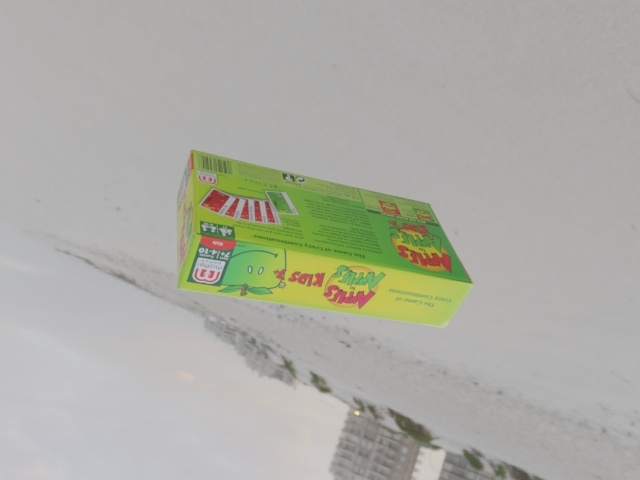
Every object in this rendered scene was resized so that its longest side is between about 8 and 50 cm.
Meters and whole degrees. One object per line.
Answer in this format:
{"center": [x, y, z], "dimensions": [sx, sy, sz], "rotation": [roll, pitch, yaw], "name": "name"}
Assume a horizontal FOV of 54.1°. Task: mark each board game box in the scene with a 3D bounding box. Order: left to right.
{"center": [0.000, 0.000, 0.413], "dimensions": [0.181, 0.043, 0.092], "rotation": [11, -144, -21], "name": "board game box"}
